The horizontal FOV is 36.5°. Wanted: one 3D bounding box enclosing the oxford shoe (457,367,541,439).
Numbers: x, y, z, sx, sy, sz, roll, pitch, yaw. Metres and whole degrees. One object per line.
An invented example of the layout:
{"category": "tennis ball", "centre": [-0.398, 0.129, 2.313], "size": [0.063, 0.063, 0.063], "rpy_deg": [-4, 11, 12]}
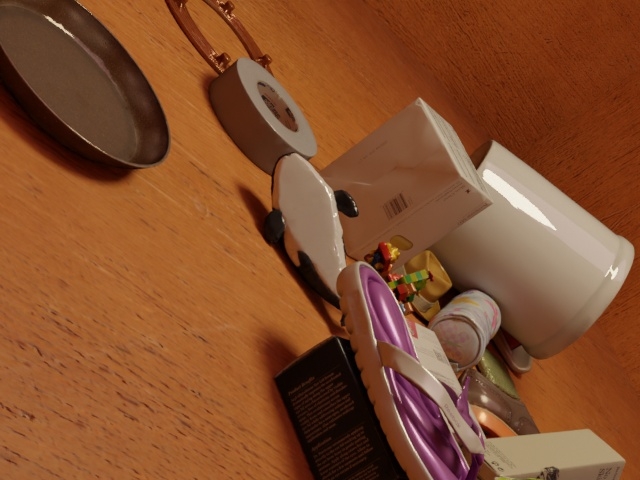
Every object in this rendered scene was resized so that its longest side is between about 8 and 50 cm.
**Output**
{"category": "oxford shoe", "centre": [0.360, 0.358, 1.703], "size": [0.363, 0.130, 0.133], "rpy_deg": [44, 44, -27]}

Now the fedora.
{"category": "fedora", "centre": [0.210, 0.076, 1.963], "size": [0.194, 0.079, 0.194], "rpy_deg": [45, 21, -23]}

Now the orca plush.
{"category": "orca plush", "centre": [0.000, 0.000, 1.568], "size": [0.287, 0.151, 0.102], "rpy_deg": [52, -12, 1]}

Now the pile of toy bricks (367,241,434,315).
{"category": "pile of toy bricks", "centre": [0.136, 0.076, 1.614], "size": [0.212, 0.105, 0.118], "rpy_deg": [96, -25, -65]}

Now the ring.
{"category": "ring", "centre": [-0.189, -0.411, 1.923], "size": [0.336, 0.032, 0.337], "rpy_deg": [45, 22, -23]}

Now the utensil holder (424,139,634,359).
{"category": "utensil holder", "centre": [0.426, 0.014, 2.114], "size": [0.385, 0.328, 0.327], "rpy_deg": [39, 20, -4]}

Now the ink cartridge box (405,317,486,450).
{"category": "ink cartridge box", "centre": [0.158, 0.240, 1.540], "size": [0.158, 0.092, 0.218], "rpy_deg": [29, 30, -51]}

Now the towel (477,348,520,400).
{"category": "towel", "centre": [0.375, 0.287, 2.075], "size": [0.148, 0.027, 0.110], "rpy_deg": [33, 29, -49]}

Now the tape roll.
{"category": "tape roll", "centre": [-0.102, -0.220, 1.740], "size": [0.219, 0.072, 0.219], "rpy_deg": [46, 20, -22]}

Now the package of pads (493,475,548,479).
{"category": "package of pads", "centre": [0.256, 0.457, 1.179], "size": [0.101, 0.229, 0.296], "rpy_deg": [8, 25, -4]}

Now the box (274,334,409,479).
{"category": "box", "centre": [0.054, 0.245, 1.259], "size": [0.153, 0.108, 0.207], "rpy_deg": [26, 33, -54]}

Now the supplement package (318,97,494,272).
{"category": "supplement package", "centre": [0.156, -0.098, 1.847], "size": [0.145, 0.261, 0.204], "rpy_deg": [28, 32, -51]}

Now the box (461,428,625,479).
{"category": "box", "centre": [0.339, 0.373, 1.518], "size": [0.275, 0.113, 0.094], "rpy_deg": [1, 24, -32]}

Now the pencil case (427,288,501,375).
{"category": "pencil case", "centre": [0.287, 0.178, 1.918], "size": [0.273, 0.113, 0.124], "rpy_deg": [-26, 108, -71]}

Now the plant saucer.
{"category": "plant saucer", "centre": [-0.317, -0.209, 1.246], "size": [0.310, 0.050, 0.311], "rpy_deg": [45, 20, -22]}

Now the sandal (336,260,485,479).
{"category": "sandal", "centre": [0.133, 0.187, 1.218], "size": [0.169, 0.102, 0.416], "rpy_deg": [24, 35, -56]}

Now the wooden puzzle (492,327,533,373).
{"category": "wooden puzzle", "centre": [0.427, 0.131, 2.383], "size": [0.348, 0.080, 0.322], "rpy_deg": [54, 19, -1]}
